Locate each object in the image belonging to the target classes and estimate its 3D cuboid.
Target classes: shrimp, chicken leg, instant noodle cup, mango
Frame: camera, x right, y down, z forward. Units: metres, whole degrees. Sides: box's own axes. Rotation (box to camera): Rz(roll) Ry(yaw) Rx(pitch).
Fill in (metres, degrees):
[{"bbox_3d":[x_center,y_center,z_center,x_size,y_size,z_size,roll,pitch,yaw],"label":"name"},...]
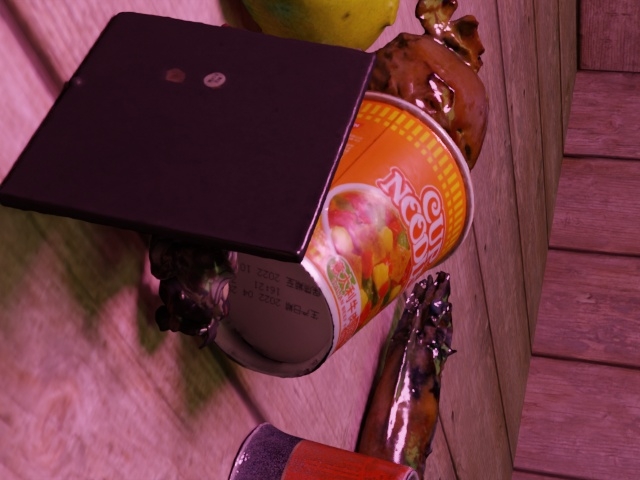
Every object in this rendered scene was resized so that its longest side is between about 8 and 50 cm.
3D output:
[{"bbox_3d":[0.100,0.253,1.300,0.272,0.085,0.445,58,43,-71],"label":"shrimp"},{"bbox_3d":[0.069,-0.070,0.995,0.211,0.140,0.361,-51,172,-10],"label":"chicken leg"},{"bbox_3d":[0.000,0.000,0.785,0.185,0.168,0.168,-46,139,-48],"label":"instant noodle cup"},{"bbox_3d":[0.006,0.218,0.884,0.127,0.136,0.127,5,90,-72],"label":"instant noodle cup"},{"bbox_3d":[0.001,-0.189,0.802,0.178,0.100,0.119,4,94,-66],"label":"mango"}]

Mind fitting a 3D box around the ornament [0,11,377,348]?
[{"bbox_3d":[-0.059,-0.005,0.625,0.196,0.153,0.166,90,16,-49],"label":"ornament"}]
